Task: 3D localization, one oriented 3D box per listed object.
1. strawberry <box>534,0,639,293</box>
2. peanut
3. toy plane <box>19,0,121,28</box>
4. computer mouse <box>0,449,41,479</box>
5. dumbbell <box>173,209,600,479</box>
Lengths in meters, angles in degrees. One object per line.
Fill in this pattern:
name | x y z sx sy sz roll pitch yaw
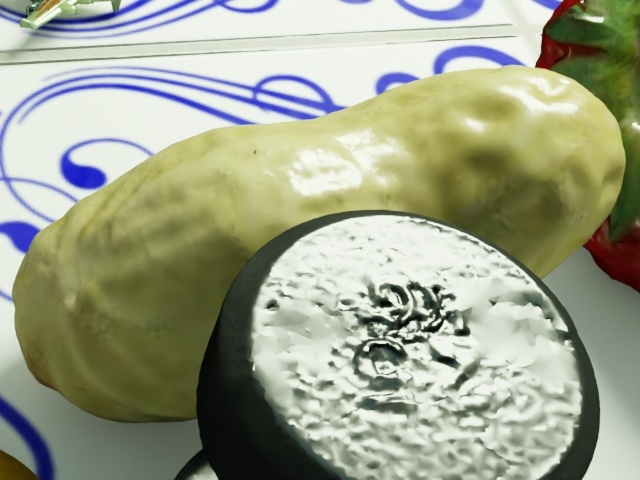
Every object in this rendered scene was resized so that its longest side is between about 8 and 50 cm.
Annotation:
strawberry | 0.279 -0.075 0.832 0.277 0.257 0.257 -3 49 -37
peanut | 0.000 0.000 0.686 0.319 0.147 0.147 -18 53 0
toy plane | -0.170 -0.168 0.903 0.111 0.040 0.102 5 50 -14
computer mouse | -0.245 0.168 0.564 0.310 0.072 0.158 -11 52 -24
dumbbell | 0.010 0.109 0.591 0.152 0.218 0.152 9 48 -10
